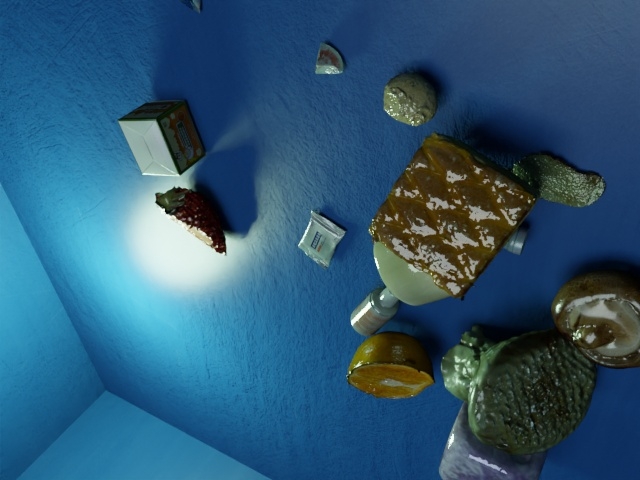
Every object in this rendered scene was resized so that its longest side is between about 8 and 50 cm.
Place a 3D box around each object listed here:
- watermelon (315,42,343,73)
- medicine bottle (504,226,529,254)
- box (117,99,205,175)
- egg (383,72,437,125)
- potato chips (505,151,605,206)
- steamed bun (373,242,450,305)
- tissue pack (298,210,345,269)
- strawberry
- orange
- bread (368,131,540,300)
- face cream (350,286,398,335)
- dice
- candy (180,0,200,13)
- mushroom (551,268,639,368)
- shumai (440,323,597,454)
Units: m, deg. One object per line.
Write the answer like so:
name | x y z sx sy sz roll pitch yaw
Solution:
watermelon | 0.015 -0.425 1.368 0.085 0.061 0.085 27 136 30
medicine bottle | 0.396 -0.028 1.400 0.216 0.090 0.091 18 134 23
box | -0.494 -0.323 1.784 0.177 0.148 0.195 5 128 31
egg | 0.201 -0.318 1.280 0.140 0.116 0.118 49 171 32
potato chips | 0.517 -0.138 1.264 0.209 0.026 0.142 3 129 39
steamed bun | 0.266 0.065 1.532 0.250 0.155 0.200 50 139 -14
tissue pack | 0.000 0.000 1.778 0.122 0.026 0.193 34 139 9
strawberry | -0.426 -0.079 1.988 0.233 0.138 0.306 23 165 47
orange | 0.223 0.411 1.794 0.274 0.274 0.310 41 180 0
bread | 0.301 -0.063 1.276 0.279 0.207 0.279 36 110 19
face cream | 0.187 0.201 1.755 0.101 0.101 0.252 38 139 4
dice | 0.536 0.648 1.745 0.271 0.270 0.270 21 135 22
candy | -0.342 -0.657 1.461 0.088 0.038 0.136 37 149 10
mushroom | 0.672 0.179 1.317 0.253 0.153 0.253 16 124 25
shumai | 0.506 0.365 1.538 0.323 0.397 0.324 -158 56 -66
